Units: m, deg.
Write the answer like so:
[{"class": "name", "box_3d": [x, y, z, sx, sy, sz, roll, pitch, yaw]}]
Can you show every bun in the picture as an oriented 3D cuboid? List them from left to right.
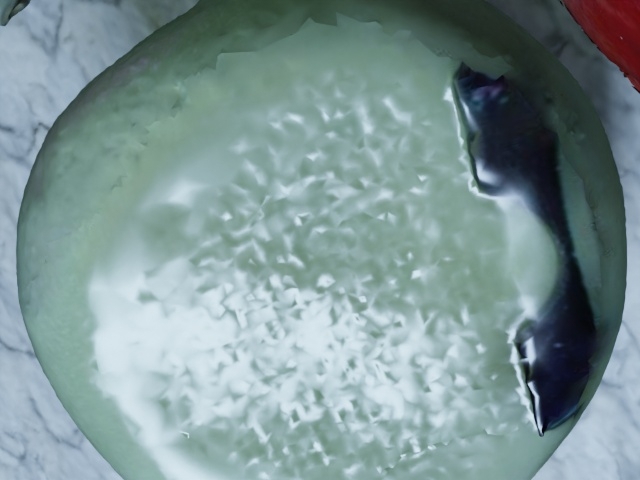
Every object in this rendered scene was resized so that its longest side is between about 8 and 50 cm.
[{"class": "bun", "box_3d": [0.000, 0.000, 0.819, 0.293, 0.187, 0.293, -1, 108, -4]}]

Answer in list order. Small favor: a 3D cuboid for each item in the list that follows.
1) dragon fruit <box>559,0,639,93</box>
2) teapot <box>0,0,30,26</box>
[{"class": "dragon fruit", "box_3d": [0.215, -0.160, 0.596, 0.296, 0.301, 0.295, -10, 137, -9]}, {"class": "teapot", "box_3d": [-0.275, -0.239, 0.839, 0.149, 0.220, 0.318, 35, 133, 49]}]
